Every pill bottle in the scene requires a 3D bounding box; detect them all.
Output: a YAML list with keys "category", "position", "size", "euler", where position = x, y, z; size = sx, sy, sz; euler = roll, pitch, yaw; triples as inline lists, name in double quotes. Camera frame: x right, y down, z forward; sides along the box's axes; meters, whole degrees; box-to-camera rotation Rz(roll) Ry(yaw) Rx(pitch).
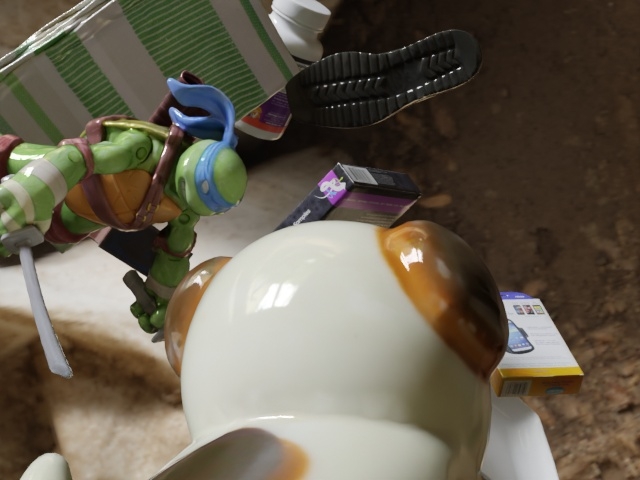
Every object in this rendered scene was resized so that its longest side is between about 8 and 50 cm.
- category: "pill bottle"
  position: [-0.062, -0.247, 1.713]
  size: [0.108, 0.108, 0.193]
  euler: [40, 113, 31]

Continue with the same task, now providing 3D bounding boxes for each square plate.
- category: "square plate"
  position: [0.198, 0.244, 1.687]
  size: [0.344, 0.347, 0.049]
  euler: [40, 108, -16]

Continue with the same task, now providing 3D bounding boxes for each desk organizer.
- category: "desk organizer"
  position: [-0.188, -0.001, 1.227]
  size: [0.050, 0.130, 0.047]
  euler: [32, 85, 32]

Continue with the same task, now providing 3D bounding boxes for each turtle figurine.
- category: "turtle figurine"
  position: [-0.186, 0.008, 0.901]
  size: [0.266, 0.198, 0.275]
  euler: [9, 98, 38]

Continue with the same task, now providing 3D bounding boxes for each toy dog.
- category: "toy dog"
  position: [-0.027, 0.172, 0.705]
  size: [0.284, 0.408, 0.395]
  euler: [-20, 125, 35]

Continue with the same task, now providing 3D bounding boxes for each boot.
- category: "boot"
  position: [0.073, -0.158, 1.263]
  size: [0.198, 0.137, 0.077]
  euler: [-10, 92, 11]

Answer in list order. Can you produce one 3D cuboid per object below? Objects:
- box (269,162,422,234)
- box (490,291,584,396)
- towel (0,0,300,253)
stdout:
- category: "box"
  position: [0.000, 0.000, 1.064]
  size: [0.162, 0.116, 0.029]
  euler: [-46, 65, 23]
- category: "box"
  position: [0.187, 0.096, 1.171]
  size: [0.136, 0.081, 0.028]
  euler: [-111, 24, -57]
- category: "towel"
  position: [-0.190, -0.146, 1.229]
  size: [0.325, 0.248, 0.038]
  euler: [-38, 51, -3]
